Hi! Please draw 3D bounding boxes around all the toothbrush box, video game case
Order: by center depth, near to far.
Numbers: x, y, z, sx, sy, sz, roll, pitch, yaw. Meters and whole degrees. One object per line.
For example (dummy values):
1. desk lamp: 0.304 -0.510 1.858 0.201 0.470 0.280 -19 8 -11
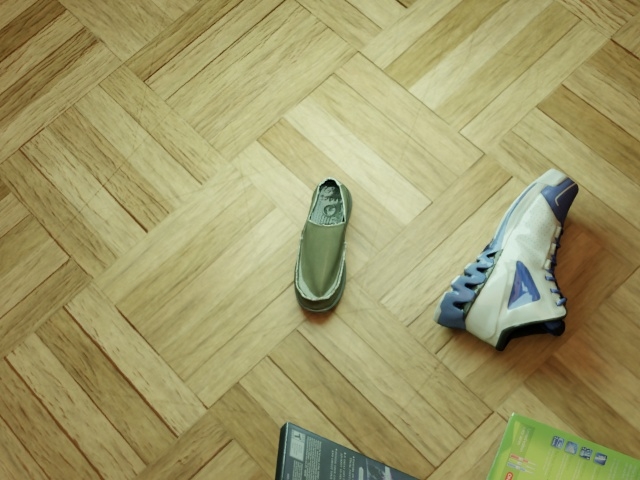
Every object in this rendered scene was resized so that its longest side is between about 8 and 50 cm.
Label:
1. video game case: 0.055 0.394 1.409 0.274 0.026 0.196 28 39 -20
2. toothbrush box: 0.376 0.406 1.425 0.283 0.122 0.206 18 70 17

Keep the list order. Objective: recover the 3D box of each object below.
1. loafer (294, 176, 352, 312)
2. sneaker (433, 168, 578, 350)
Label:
1. loafer: 0.000 0.000 1.687 0.094 0.087 0.251 1 66 10
2. sneaker: 0.347 0.058 1.598 0.182 0.127 0.315 36 82 18
